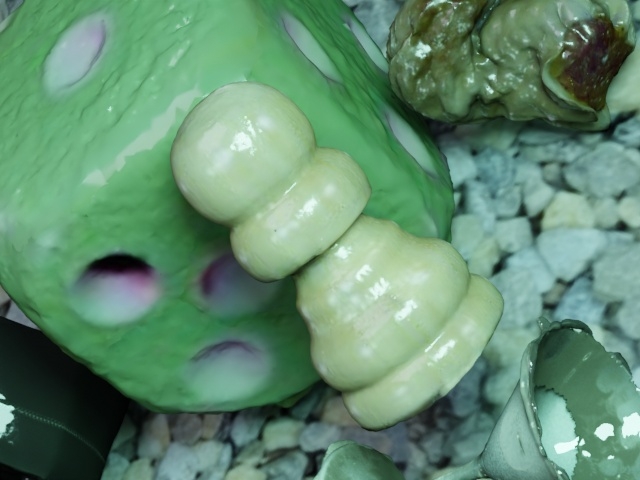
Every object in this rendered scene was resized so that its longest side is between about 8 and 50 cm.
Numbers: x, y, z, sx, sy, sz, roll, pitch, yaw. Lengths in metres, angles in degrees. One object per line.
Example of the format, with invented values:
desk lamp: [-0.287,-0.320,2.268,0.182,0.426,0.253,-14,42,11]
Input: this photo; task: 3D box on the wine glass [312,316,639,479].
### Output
wine glass: [0.112,0.166,1.284,0.232,0.156,0.156,-29,46,37]

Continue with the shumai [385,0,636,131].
shumai: [0.173,-0.157,1.469,0.185,0.218,0.184,40,111,10]

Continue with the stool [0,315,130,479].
stool: [-0.304,0.159,1.667,0.232,0.232,0.141,-2,63,46]

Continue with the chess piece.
chess piece: [0.000,0.000,1.271,0.142,0.261,0.143,-39,15,12]

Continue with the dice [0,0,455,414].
dice: [-0.097,-0.065,1.516,0.318,0.330,0.322,-37,41,16]
